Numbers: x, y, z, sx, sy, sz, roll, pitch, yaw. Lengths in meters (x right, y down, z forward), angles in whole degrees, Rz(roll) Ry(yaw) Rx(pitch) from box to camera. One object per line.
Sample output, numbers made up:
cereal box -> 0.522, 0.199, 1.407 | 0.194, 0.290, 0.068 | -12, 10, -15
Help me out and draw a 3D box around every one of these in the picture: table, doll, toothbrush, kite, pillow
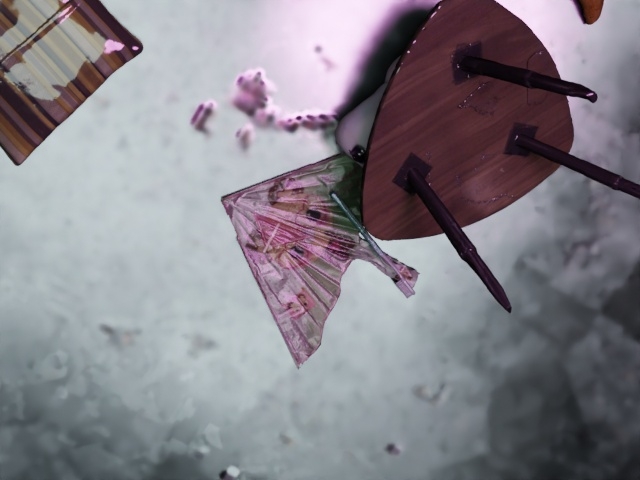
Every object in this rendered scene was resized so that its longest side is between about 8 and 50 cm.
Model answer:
table -> 0.230, -0.100, 1.730 | 0.317, 0.249, 0.317 | -16, 123, -26
doll -> 0.102, -0.152, 1.854 | 0.110, 0.107, 0.180 | 40, 82, 10
toothbrush -> 0.063, 0.006, 1.910 | 0.014, 0.011, 0.167 | -38, 100, 4
kite -> 0.000, 0.000, 1.913 | 0.268, 0.013, 0.322 | 20, 95, -10
pillow -> -0.351, -0.233, 1.807 | 0.212, 0.052, 0.208 | -43, 98, 0

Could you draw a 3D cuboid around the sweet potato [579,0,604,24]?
sweet potato -> 0.279, -0.382, 1.857 | 0.067, 0.067, 0.273 | -32, 111, -1
